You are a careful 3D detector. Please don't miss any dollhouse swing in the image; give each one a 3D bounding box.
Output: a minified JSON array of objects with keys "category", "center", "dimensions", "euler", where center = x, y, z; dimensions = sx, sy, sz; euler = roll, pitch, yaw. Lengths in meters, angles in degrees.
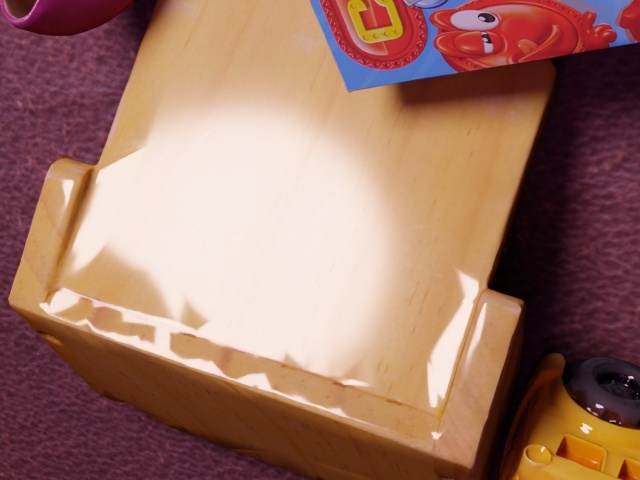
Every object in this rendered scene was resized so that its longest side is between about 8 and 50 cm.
[{"category":"dollhouse swing","center":[0.000,0.000,0.903],"dimensions":[0.346,0.305,0.315],"euler":[16,159,15]}]

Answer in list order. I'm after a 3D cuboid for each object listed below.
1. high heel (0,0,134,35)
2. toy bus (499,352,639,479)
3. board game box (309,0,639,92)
[{"category":"high heel","center":[-0.175,-0.329,0.759],"dimensions":[0.127,0.181,0.377],"euler":[-4,111,23]},{"category":"toy bus","center":[0.225,0.204,0.813],"dimensions":[0.220,0.211,0.149],"euler":[19,117,12]},{"category":"board game box","center":[0.110,-0.246,0.620],"dimensions":[0.301,0.086,0.308],"euler":[-7,130,25]}]
